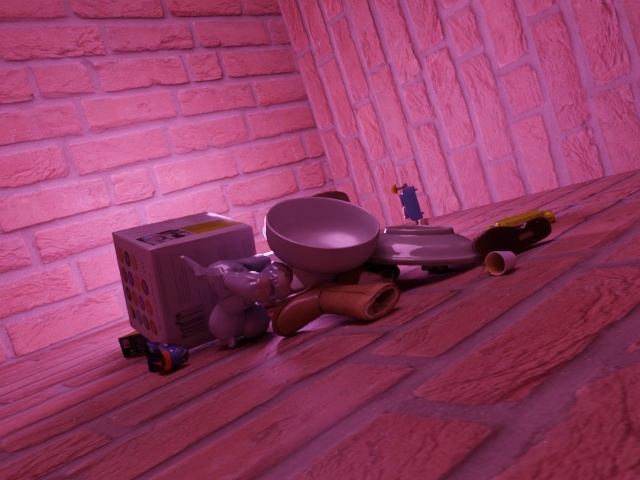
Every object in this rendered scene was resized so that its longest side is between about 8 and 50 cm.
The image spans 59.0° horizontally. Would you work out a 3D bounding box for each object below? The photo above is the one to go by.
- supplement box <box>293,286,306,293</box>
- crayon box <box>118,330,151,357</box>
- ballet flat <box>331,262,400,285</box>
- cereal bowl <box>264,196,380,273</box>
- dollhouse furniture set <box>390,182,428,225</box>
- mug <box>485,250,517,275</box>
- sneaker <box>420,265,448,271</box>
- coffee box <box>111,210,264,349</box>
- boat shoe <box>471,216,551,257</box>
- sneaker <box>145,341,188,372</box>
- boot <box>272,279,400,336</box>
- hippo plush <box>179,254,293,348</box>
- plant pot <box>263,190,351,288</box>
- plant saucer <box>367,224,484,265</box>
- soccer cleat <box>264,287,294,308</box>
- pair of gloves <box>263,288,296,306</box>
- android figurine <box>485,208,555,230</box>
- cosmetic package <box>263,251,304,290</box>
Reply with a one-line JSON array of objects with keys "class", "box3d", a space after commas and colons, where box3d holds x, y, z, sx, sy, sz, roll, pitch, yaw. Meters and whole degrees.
[{"class": "supplement box", "box3d": [-0.084, 0.199, 2.042, 0.083, 0.043, 0.055, -17, 3, -15]}, {"class": "crayon box", "box3d": [-0.539, 0.321, 2.047, 0.202, 0.081, 0.319, -16, 4, 26]}, {"class": "ballet flat", "box3d": [0.154, 0.122, 1.731, 0.124, 0.116, 0.342, 6, 11, 29]}, {"class": "cereal bowl", "box3d": [0.000, 0.000, 1.657, 0.340, 0.141, 0.339, 6, 27, -3]}, {"class": "dollhouse furniture set", "box3d": [0.341, -0.089, 2.392, 0.198, 0.303, 0.286, -16, 3, 14]}, {"class": "mug", "box3d": [0.463, 0.054, 1.452, 0.064, 0.062, 0.078, -10, 5, -33]}, {"class": "sneaker", "box3d": [0.358, 0.084, 1.781, 0.043, 0.040, 0.109, -52, 22, -16]}, {"class": "coffee box", "box3d": [-0.424, 0.118, 1.818, 0.338, 0.337, 0.335, -17, 20, -35]}, {"class": "boat shoe", "box3d": [0.558, 0.003, 1.685, 0.258, 0.095, 0.095, -12, -12, -15]}, {"class": "sneaker", "box3d": [-0.431, 0.324, 1.581, 0.087, 0.083, 0.221, -5, 2, -32]}, {"class": "boot", "box3d": [0.032, 0.172, 1.443, 0.236, 0.089, 0.270, -40, 24, -31]}, {"class": "hippo plush", "box3d": [-0.217, 0.181, 1.556, 0.295, 0.236, 0.234, -2, 17, -34]}, {"class": "plant pot", "box3d": [0.005, 0.030, 1.926, 0.324, 0.280, 0.323, -23, -17, -7]}, {"class": "plant saucer", "box3d": [0.309, 0.007, 1.780, 0.401, 0.100, 0.400, 0, 5, 0]}, {"class": "soccer cleat", "box3d": [-0.263, 0.197, 2.147, 0.332, 0.143, 0.116, -16, 3, 21]}, {"class": "pair of gloves", "box3d": [-0.179, 0.180, 1.936, 0.240, 0.204, 0.042, -8, 53, 50]}, {"class": "android figurine", "box3d": [0.731, -0.064, 2.085, 0.249, 0.056, 0.273, -16, 3, 16]}, {"class": "cosmetic package", "box3d": [-0.058, 0.104, 2.211, 0.366, 0.196, 0.155, -15, 4, 19]}]
